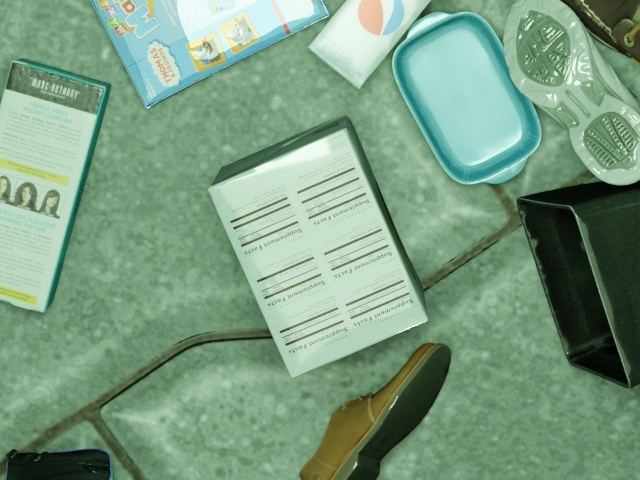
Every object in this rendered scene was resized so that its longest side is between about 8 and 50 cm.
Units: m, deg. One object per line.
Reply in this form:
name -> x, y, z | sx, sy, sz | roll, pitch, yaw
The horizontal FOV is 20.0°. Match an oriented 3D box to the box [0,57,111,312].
box -> -0.297, -0.057, 1.872 | 0.100, 0.060, 0.244 | 16, 98, -2

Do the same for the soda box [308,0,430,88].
soda box -> 0.080, -0.258, 1.834 | 0.069, 0.074, 0.216 | 39, 97, -5

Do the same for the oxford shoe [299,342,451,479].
oxford shoe -> 0.054, 0.183, 1.903 | 0.076, 0.076, 0.212 | 38, 86, 35

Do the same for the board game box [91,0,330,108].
board game box -> -0.120, -0.253, 1.854 | 0.211, 0.039, 0.160 | -26, 96, 3

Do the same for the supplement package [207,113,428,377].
supplement package -> 0.000, 0.000, 1.810 | 0.149, 0.194, 0.203 | -23, 98, 4

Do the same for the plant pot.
plant pot -> 0.326, 0.023, 1.826 | 0.167, 0.187, 0.188 | -19, 97, -9

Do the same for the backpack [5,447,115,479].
backpack -> -0.268, 0.269, 1.900 | 0.114, 0.105, 0.084 | -10, 120, 1

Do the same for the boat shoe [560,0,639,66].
boat shoe -> 0.361, -0.210, 1.800 | 0.342, 0.123, 0.123 | 42, 97, 5

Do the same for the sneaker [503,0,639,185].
sneaker -> 0.268, -0.149, 1.843 | 0.090, 0.115, 0.232 | -35, 73, 20

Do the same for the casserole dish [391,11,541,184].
casserole dish -> 0.150, -0.147, 1.868 | 0.114, 0.037, 0.188 | -28, 98, 4
